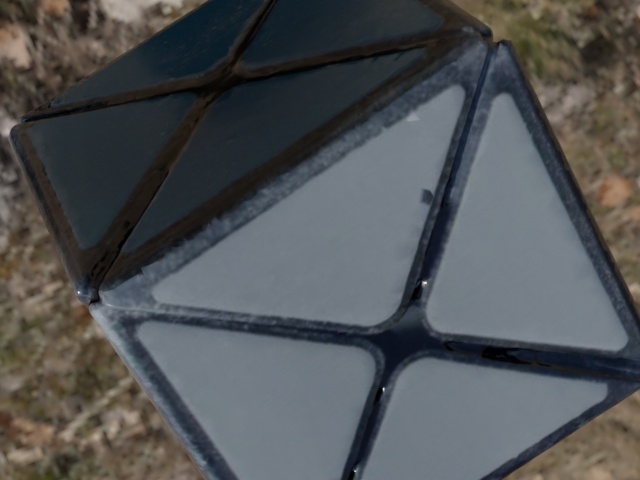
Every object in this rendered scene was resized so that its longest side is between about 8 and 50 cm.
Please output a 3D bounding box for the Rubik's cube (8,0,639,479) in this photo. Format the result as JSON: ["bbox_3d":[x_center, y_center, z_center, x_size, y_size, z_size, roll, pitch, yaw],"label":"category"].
[{"bbox_3d":[0.000,0.000,0.904,0.260,0.259,0.255,-33,122,-6],"label":"Rubik's cube"}]
